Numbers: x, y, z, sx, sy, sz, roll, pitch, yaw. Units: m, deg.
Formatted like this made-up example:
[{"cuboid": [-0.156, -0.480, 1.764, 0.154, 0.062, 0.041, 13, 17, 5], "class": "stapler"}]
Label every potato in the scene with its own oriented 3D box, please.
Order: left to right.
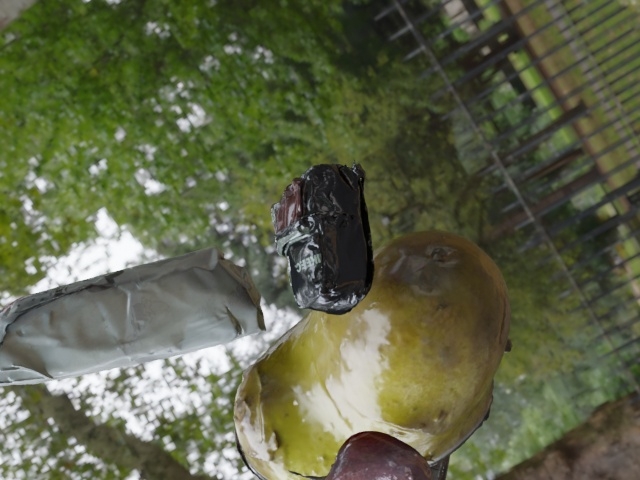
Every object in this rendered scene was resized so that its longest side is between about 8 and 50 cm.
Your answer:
[{"cuboid": [0.058, 0.130, 1.304, 0.296, 0.397, 0.290, 82, -179, -50], "class": "potato"}]

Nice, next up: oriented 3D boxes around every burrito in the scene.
[{"cuboid": [-0.294, 0.110, 1.311, 0.101, 0.445, 0.139, -135, 35, -68], "class": "burrito"}]

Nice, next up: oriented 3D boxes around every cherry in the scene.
[{"cuboid": [0.051, 0.237, 0.941, 0.126, 0.106, 0.087, 19, 149, 56], "class": "cherry"}]

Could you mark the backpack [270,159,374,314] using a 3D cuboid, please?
[{"cuboid": [0.001, 0.000, 1.115, 0.105, 0.120, 0.165, 6, -118, -20], "class": "backpack"}]

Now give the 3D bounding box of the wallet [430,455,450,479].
[{"cuboid": [0.158, 0.262, 1.535, 0.042, 0.124, 0.230, -36, -41, -78], "class": "wallet"}]
